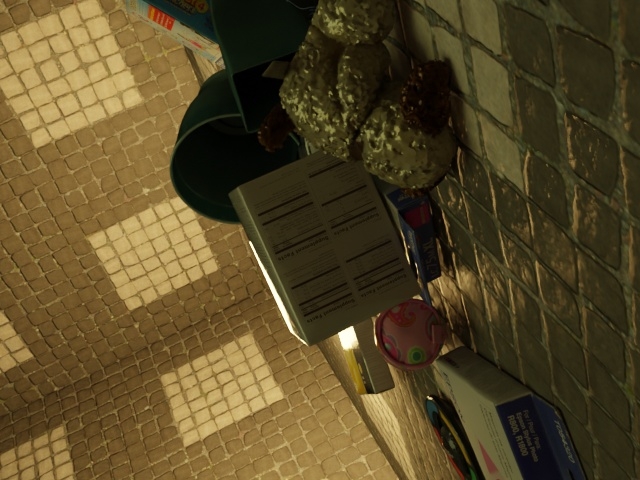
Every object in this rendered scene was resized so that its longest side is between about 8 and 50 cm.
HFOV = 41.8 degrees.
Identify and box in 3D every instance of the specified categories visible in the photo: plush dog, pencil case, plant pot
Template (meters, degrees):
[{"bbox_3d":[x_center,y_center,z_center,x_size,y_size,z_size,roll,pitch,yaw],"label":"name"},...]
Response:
[{"bbox_3d":[0.067,-0.152,1.044,0.225,0.210,0.262,32,161,20],"label":"plush dog"},{"bbox_3d":[0.156,0.167,1.456,0.124,0.124,0.284,63,-179,12],"label":"pencil case"},{"bbox_3d":[-0.105,-0.355,1.516,0.165,0.166,0.234,79,169,-60],"label":"plant pot"},{"bbox_3d":[-0.167,-0.216,1.728,0.255,0.272,0.271,-97,-9,-48],"label":"plant pot"}]

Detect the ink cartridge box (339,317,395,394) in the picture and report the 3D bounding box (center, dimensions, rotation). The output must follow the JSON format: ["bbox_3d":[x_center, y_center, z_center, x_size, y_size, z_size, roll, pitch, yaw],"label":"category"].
[{"bbox_3d":[0.097,0.251,2.196,0.303,0.072,0.307,111,140,-78],"label":"ink cartridge box"}]

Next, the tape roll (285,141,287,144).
[{"bbox_3d":[-0.002,-0.088,1.939,0.392,0.072,0.392,62,171,17],"label":"tape roll"}]

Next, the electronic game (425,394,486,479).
[{"bbox_3d":[0.287,0.435,1.790,0.229,0.048,0.229,61,171,17],"label":"electronic game"}]

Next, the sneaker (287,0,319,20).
[{"bbox_3d":[-0.064,-0.430,1.275,0.232,0.081,0.090,58,162,30],"label":"sneaker"}]

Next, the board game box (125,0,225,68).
[{"bbox_3d":[-0.269,-0.478,1.822,0.302,0.086,0.308,28,180,-15],"label":"board game box"}]

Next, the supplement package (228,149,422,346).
[{"bbox_3d":[0.000,0.000,1.340,0.262,0.198,0.199,66,171,-5],"label":"supplement package"}]

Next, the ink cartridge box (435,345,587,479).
[{"bbox_3d":[0.318,0.356,1.312,0.324,0.071,0.330,67,173,-13],"label":"ink cartridge box"}]

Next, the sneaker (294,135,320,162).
[{"bbox_3d":[-0.005,-0.118,1.558,0.126,0.128,0.321,-60,-37,-41],"label":"sneaker"}]

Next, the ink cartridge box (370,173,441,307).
[{"bbox_3d":[0.114,-0.053,1.367,0.311,0.065,0.185,-121,10,-46],"label":"ink cartridge box"}]
